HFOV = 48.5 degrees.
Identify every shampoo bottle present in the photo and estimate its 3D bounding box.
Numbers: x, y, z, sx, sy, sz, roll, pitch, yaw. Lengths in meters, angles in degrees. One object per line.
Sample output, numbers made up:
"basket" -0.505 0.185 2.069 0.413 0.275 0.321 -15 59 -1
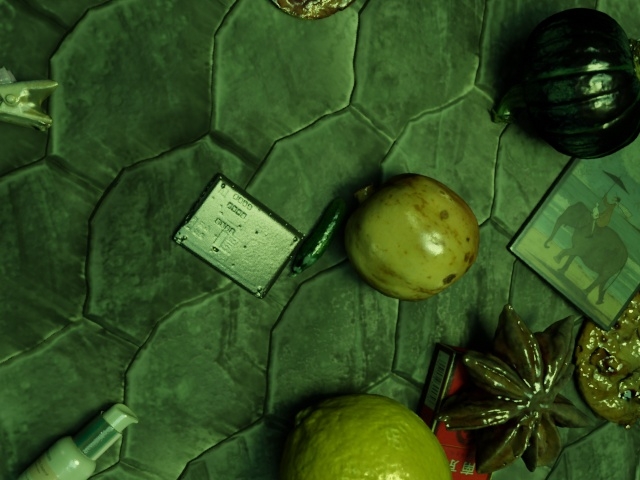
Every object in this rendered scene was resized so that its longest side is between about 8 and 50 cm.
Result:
"shampoo bottle" -0.361 0.318 1.055 0.192 0.074 0.074 -43 109 -8

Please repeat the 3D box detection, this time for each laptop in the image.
"laptop" -0.125 -0.004 1.121 0.180 0.016 0.129 36 86 -21

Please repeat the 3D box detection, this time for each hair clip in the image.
"hair clip" -0.491 -0.181 0.921 0.292 0.106 0.084 -3 86 -15

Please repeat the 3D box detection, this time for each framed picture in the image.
"framed picture" 0.539 -0.042 1.322 0.265 0.016 0.347 39 84 -9

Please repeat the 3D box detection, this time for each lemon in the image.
"lemon" 0.071 0.378 1.110 0.293 0.293 0.293 -3 99 -19

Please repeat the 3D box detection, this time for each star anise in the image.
"star anise" 0.347 0.256 1.206 0.315 0.108 0.315 -2 95 -22

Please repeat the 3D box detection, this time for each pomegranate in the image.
"pomegranate" 0.140 -0.014 1.115 0.215 0.215 0.215 -3 99 -19

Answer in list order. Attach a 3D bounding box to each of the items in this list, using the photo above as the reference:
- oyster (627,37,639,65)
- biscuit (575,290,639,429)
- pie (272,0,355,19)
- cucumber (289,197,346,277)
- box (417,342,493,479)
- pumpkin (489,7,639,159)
"oyster" 0.595 -0.289 1.308 0.125 0.064 0.177 -20 94 -30
"biscuit" 0.652 0.221 1.391 0.334 0.081 0.289 -32 106 -10
"pie" -0.007 -0.388 1.095 0.170 0.034 0.092 -19 100 -16
"cucumber" 0.000 0.000 1.154 0.037 0.037 0.155 35 86 -20
"box" 0.254 0.315 1.269 0.153 0.074 0.239 14 93 -26
"pumpkin" 0.399 -0.249 1.174 0.248 0.248 0.248 -3 99 -19
